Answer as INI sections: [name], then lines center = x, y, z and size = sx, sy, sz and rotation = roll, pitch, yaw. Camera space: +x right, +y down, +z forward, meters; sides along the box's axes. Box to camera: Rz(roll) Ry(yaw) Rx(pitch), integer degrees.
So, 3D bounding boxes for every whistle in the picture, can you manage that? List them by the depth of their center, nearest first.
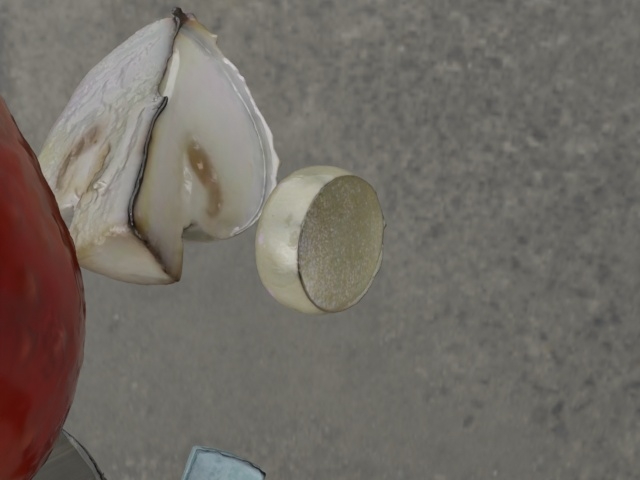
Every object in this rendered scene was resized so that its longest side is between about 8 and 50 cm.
[whistle]
center = -0.170, 0.391, 1.653
size = 0.164, 0.163, 0.289
rotation = 21, 87, 18

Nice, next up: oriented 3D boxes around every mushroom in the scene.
[mushroom]
center = -0.153, -0.054, 1.223
size = 0.173, 0.162, 0.236
rotation = -17, 51, 43

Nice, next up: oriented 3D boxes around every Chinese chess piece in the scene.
[Chinese chess piece]
center = 0.000, 0.000, 1.070
size = 0.051, 0.122, 0.122
rotation = 11, 47, 38

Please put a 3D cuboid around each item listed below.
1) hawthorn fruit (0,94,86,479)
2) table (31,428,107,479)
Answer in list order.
[hawthorn fruit]
center = -0.222, 0.045, 0.531
size = 0.287, 0.287, 0.330
rotation = -25, 51, -19
[table]
center = -0.198, 0.322, 1.127
size = 0.317, 0.249, 0.317
rotation = -29, 39, 26
